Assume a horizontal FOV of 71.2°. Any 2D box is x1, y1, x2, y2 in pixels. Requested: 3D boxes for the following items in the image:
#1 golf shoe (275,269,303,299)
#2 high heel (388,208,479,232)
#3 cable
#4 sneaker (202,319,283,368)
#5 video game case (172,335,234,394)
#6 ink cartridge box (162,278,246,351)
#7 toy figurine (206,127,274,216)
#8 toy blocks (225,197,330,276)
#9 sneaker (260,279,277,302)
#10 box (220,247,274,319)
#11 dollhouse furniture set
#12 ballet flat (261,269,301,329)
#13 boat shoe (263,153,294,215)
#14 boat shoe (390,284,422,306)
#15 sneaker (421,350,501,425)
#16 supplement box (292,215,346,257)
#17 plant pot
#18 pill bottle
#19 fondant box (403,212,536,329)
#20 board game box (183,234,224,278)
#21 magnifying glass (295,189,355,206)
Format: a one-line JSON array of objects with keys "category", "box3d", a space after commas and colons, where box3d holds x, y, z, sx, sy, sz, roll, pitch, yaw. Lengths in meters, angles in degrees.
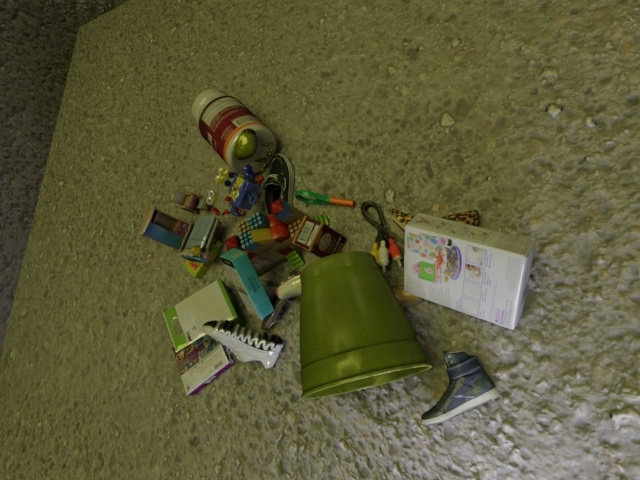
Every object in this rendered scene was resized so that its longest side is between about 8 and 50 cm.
[{"category": "golf shoe", "box3d": [-0.002, 0.155, 1.504, 0.305, 0.115, 0.140, -22, 75, 8]}, {"category": "high heel", "box3d": [0.357, -0.072, 1.408, 0.186, 0.093, 0.261, -49, 60, 1]}, {"category": "cable", "box3d": [0.210, -0.025, 1.484, 0.139, 0.072, 0.288, -19, 65, 18]}, {"category": "sneaker", "box3d": [-0.283, 0.364, 1.573, 0.291, 0.110, 0.119, 19, 99, 1]}, {"category": "video game case", "box3d": [-0.460, 0.448, 1.740, 0.232, 0.041, 0.210, -40, 59, 13]}, {"category": "ink cartridge box", "box3d": [-0.443, 0.294, 1.700, 0.255, 0.097, 0.189, -30, 59, -4]}, {"category": "toy figurine", "box3d": [-0.263, -0.211, 1.691, 0.217, 0.191, 0.363, 43, 109, 46]}, {"category": "toy blocks", "box3d": [-0.185, -0.008, 1.597, 0.381, 0.260, 0.191, -29, 62, 20]}, {"category": "sneaker", "box3d": [-0.232, 0.179, 1.691, 0.190, 0.071, 0.083, 20, 59, 37]}, {"category": "box", "box3d": [-0.250, 0.148, 1.534, 0.060, 0.245, 0.100, -35, 27, -27]}, {"category": "dollhouse furniture set", "box3d": [-0.556, -0.083, 1.833, 0.303, 0.198, 0.287, 7, 73, 43]}, {"category": "ballet flat", "box3d": [-0.136, 0.222, 1.615, 0.250, 0.058, 0.084, -59, 12, 1]}, {"category": "boat shoe", "box3d": [-0.174, -0.216, 1.753, 0.108, 0.102, 0.302, -10, 70, 28]}, {"category": "boat shoe", "box3d": [0.224, 0.171, 1.410, 0.189, 0.072, 0.068, -5, 72, 29]}, {"category": "sneaker", "box3d": [0.354, 0.400, 1.241, 0.226, 0.086, 0.164, -30, 72, 8]}, {"category": "supplement box", "box3d": [0.000, 0.000, 1.528, 0.080, 0.188, 0.104, 24, 87, 33]}, {"category": "plant pot", "box3d": [0.088, 0.234, 1.288, 0.366, 0.366, 0.354, -24, 65, 22]}, {"category": "pill bottle", "box3d": [-0.377, -0.468, 1.884, 0.224, 0.224, 0.392, -48, 57, 8]}, {"category": "fondant box", "box3d": [0.399, 0.078, 1.244, 0.330, 0.096, 0.239, 17, 128, 33]}, {"category": "board game box", "box3d": [-0.492, 0.061, 1.885, 0.092, 0.043, 0.181, 37, 95, 33]}, {"category": "magnifying glass", "box3d": [0.014, -0.149, 1.640, 0.230, 0.092, 0.026, 8, 75, 22]}]
